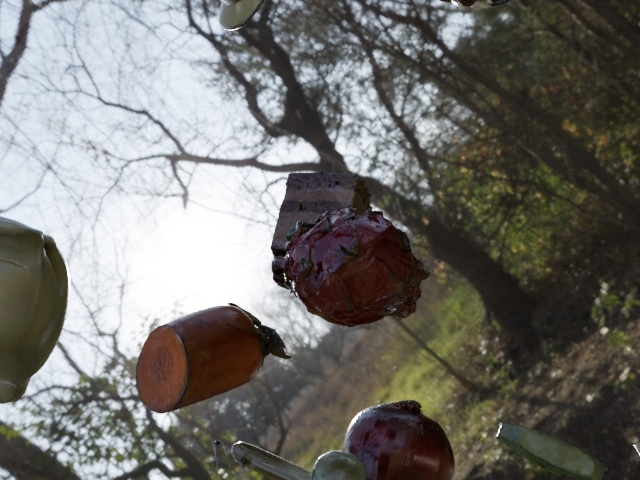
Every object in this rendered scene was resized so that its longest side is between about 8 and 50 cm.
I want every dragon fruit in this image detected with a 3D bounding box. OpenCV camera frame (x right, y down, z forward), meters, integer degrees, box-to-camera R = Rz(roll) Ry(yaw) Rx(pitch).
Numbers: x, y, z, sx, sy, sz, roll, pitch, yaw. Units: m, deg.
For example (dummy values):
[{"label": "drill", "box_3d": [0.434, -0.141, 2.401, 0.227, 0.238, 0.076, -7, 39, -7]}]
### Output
[{"label": "dragon fruit", "box_3d": [0.073, 0.048, 1.297, 0.244, 0.298, 0.245, -174, 90, -74]}, {"label": "dragon fruit", "box_3d": [0.203, 0.131, 1.583, 0.162, 0.106, 0.083, -34, 13, -30]}]

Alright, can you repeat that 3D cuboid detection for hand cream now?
[{"label": "hand cream", "box_3d": [-0.259, 0.550, 1.708, 0.030, 0.019, 0.093, -15, -61, -17]}]

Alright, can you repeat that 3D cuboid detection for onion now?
[{"label": "onion", "box_3d": [0.185, 0.505, 1.583, 0.276, 0.276, 0.276, -48, -13, -15]}]

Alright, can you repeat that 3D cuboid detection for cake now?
[{"label": "cake", "box_3d": [0.000, 0.000, 1.567, 0.196, 0.198, 0.293, 76, -155, -54]}]

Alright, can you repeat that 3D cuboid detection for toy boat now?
[{"label": "toy boat", "box_3d": [0.615, 0.566, 1.764, 0.093, 0.293, 0.055, -63, -19, -17]}]

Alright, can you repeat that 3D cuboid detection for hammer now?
[{"label": "hammer", "box_3d": [-0.053, 0.483, 1.361, 0.113, 0.305, 0.202, -46, -33, -51]}]

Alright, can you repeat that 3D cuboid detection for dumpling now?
[{"label": "dumpling", "box_3d": [-0.563, 0.096, 1.048, 0.233, 0.315, 0.395, -77, 4, -52]}]

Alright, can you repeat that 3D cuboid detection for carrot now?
[{"label": "carrot", "box_3d": [-0.235, 0.243, 1.492, 0.331, 0.193, 0.214, -10, -50, -36]}]

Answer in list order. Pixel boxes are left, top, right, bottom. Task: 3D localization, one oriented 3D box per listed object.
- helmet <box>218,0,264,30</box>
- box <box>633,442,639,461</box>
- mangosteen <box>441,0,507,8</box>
[{"label": "helmet", "box_3d": [-0.134, -0.487, 1.061, 0.140, 0.205, 0.257, 31, -89, -34]}, {"label": "box", "box_3d": [0.503, 0.346, 0.831, 0.135, 0.243, 0.163, -23, -7, 15]}, {"label": "mangosteen", "box_3d": [0.431, -0.754, 1.822, 0.302, 0.275, 0.275, -39, -15, -13]}]
